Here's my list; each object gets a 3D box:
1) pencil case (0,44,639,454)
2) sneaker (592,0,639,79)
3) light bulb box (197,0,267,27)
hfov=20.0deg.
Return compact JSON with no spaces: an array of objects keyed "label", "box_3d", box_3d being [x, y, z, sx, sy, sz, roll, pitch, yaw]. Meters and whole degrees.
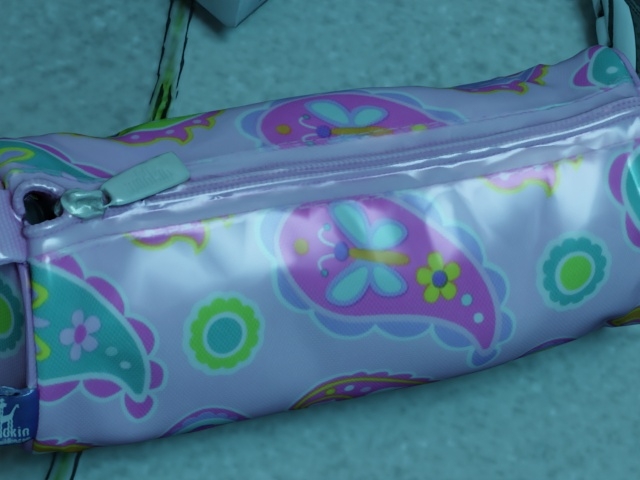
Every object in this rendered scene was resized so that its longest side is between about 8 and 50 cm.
[{"label":"pencil case","box_3d":[0.000,0.000,0.698,0.284,0.124,0.124,-9,66,-18]},{"label":"sneaker","box_3d":[0.163,-0.132,0.807,0.078,0.106,0.234,-11,66,-16]},{"label":"light bulb box","box_3d":[0.032,-0.346,0.746,0.225,0.358,0.361,42,61,13]}]
